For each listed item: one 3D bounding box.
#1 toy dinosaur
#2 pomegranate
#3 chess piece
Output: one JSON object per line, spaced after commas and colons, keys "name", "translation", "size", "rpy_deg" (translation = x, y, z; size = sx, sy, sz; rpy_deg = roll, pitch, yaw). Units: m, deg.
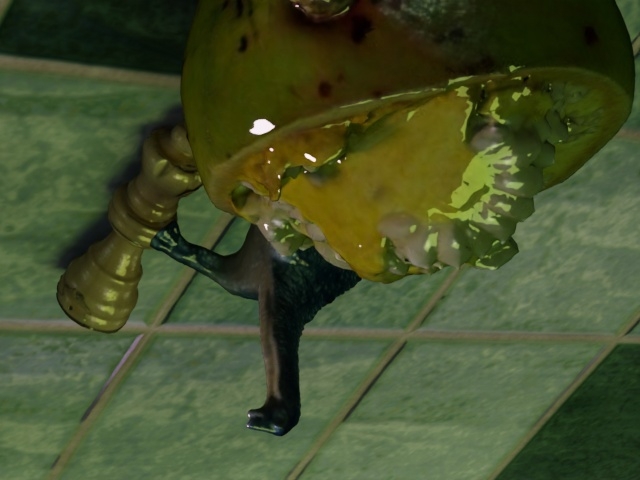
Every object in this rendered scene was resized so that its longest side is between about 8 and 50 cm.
{"name": "toy dinosaur", "translation": [-0.011, -0.005, 1.234], "size": [0.076, 0.147, 0.363], "rpy_deg": [-57, 175, 36]}
{"name": "pomegranate", "translation": [0.055, -0.093, 1.107], "size": [0.260, 0.260, 0.341], "rpy_deg": [-30, 169, 7]}
{"name": "chess piece", "translation": [-0.121, -0.014, 1.258], "size": [0.060, 0.060, 0.172], "rpy_deg": [4, 134, -38]}
